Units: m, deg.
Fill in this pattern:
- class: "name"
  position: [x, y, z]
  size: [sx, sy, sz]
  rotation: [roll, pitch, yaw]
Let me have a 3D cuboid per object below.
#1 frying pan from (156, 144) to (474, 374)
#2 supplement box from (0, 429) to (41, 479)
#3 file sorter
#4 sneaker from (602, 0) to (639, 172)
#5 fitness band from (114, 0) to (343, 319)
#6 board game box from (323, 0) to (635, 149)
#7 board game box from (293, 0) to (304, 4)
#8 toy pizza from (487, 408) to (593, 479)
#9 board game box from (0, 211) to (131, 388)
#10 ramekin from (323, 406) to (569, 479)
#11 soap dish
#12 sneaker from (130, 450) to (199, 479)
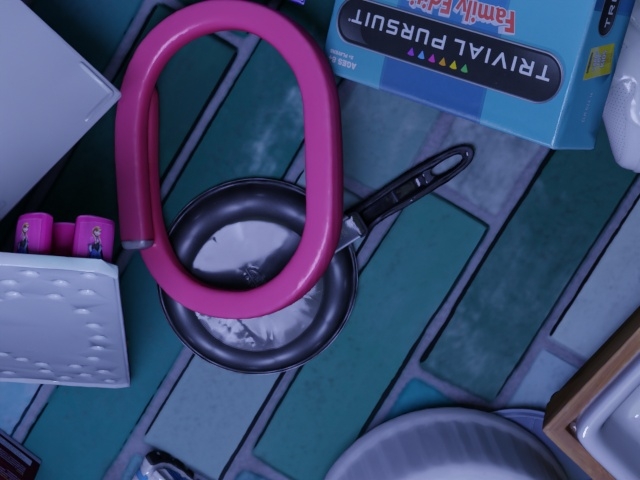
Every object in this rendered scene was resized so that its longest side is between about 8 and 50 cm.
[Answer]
- class: "frying pan"
  position: [0.002, 0.029, 1.206]
  size: [0.326, 0.053, 0.197]
  rotation: [-9, 101, 1]
- class: "supplement box"
  position: [-0.337, 0.227, 1.113]
  size: [0.130, 0.239, 0.073]
  rotation: [40, 95, -9]
- class: "file sorter"
  position: [-0.357, -0.128, 1.062]
  size: [0.278, 0.173, 0.193]
  rotation: [43, 57, -9]
- class: "sneaker"
  position: [0.229, -0.200, 1.157]
  size: [0.169, 0.108, 0.292]
  rotation: [-6, 90, -1]
- class: "fitness band"
  position: [-0.083, -0.073, 1.133]
  size: [0.209, 0.054, 0.290]
  rotation: [-1, 92, 17]
- class: "board game box"
  position: [0.152, -0.273, 1.053]
  size: [0.254, 0.079, 0.336]
  rotation: [24, 108, 35]
- class: "board game box"
  position: [-0.138, -0.380, 1.106]
  size: [0.347, 0.078, 0.233]
  rotation: [20, 98, -7]
- class: "toy pizza"
  position: [0.195, 0.266, 1.265]
  size: [0.201, 0.032, 0.201]
  rotation: [0, 99, -3]
- class: "board game box"
  position: [-0.355, 0.047, 1.027]
  size: [0.390, 0.390, 0.050]
  rotation: [5, 71, -5]
- class: "ramekin"
  position: [0.128, 0.309, 1.183]
  size: [0.277, 0.135, 0.277]
  rotation: [0, 99, -3]
- class: "soap dish"
  position: [0.377, 0.181, 1.202]
  size: [0.291, 0.118, 0.229]
  rotation: [43, 90, -16]
- class: "sneaker"
  position: [-0.121, 0.297, 1.235]
  size: [0.191, 0.071, 0.083]
  rotation: [41, 101, -1]
